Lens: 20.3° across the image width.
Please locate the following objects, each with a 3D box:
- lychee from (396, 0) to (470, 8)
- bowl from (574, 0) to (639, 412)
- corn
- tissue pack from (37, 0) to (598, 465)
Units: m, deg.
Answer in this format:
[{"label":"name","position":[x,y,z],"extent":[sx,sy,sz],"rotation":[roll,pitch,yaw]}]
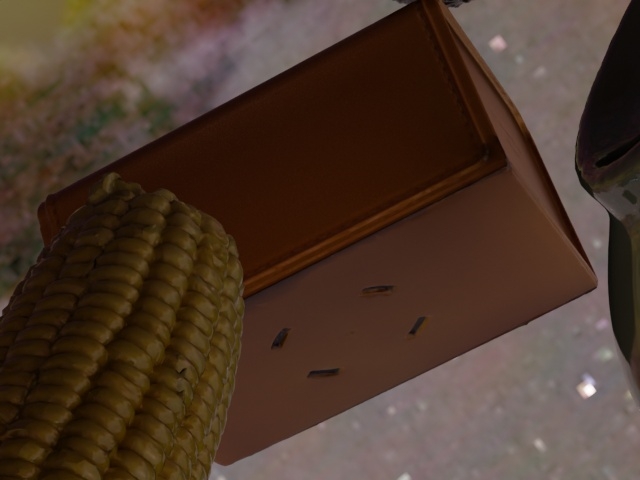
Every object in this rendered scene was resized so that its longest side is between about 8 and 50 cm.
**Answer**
[{"label":"lychee","position":[0.068,-0.192,1.072],"extent":[0.114,0.114,0.146],"rotation":[-35,-173,19]},{"label":"bowl","position":[0.167,-0.038,0.525],"extent":[0.289,0.146,0.289],"rotation":[-63,-175,11]},{"label":"corn","position":[-0.060,0.061,0.378],"extent":[0.085,0.063,0.165],"rotation":[96,11,-50]},{"label":"tissue pack","position":[0.000,0.000,1.088],"extent":[0.274,0.194,0.145],"rotation":[-26,-122,12]}]
